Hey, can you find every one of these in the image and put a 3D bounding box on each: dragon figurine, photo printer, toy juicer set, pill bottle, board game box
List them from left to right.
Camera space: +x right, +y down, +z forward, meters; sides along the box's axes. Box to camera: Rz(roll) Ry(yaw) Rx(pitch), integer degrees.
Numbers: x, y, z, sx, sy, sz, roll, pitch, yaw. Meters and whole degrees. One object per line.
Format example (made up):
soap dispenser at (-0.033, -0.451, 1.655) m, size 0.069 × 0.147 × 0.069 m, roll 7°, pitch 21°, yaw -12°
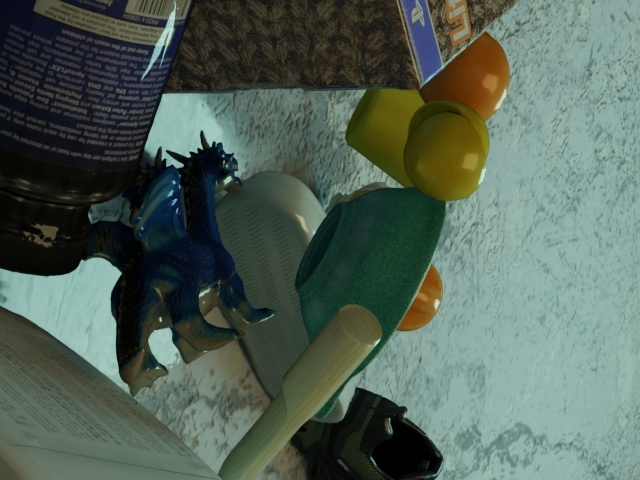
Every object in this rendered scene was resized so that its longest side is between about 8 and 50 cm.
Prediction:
photo printer at (-0.174, 0.117, 0.930) m, size 0.107 × 0.256 × 0.307 m, roll -54°, pitch 158°, yaw 3°
pill bottle at (-0.150, -0.097, 1.001) m, size 0.123 × 0.122 × 0.219 m, roll -8°, pitch 122°, yaw -60°
dragon figurine at (-0.109, 0.012, 1.099) m, size 0.144 × 0.085 × 0.289 m, roll 60°, pitch 21°, yaw 0°
board game box at (0.023, -0.220, 1.134) m, size 0.291 × 0.232 × 0.141 m, roll -43°, pitch 126°, yaw -44°
toy juicer set at (0.050, 0.012, 1.077) m, size 0.209 × 0.089 × 0.329 m, roll -42°, pitch -157°, yaw 59°

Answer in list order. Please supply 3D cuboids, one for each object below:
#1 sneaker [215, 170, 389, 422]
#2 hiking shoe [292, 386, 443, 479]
sneaker at (0.000, 0.000, 1.363) m, size 0.169 × 0.108 × 0.292 m, roll -61°, pitch 158°, yaw -28°
hiking shoe at (0.053, 0.207, 1.529) m, size 0.086 × 0.114 × 0.227 m, roll -59°, pitch 148°, yaw -26°
